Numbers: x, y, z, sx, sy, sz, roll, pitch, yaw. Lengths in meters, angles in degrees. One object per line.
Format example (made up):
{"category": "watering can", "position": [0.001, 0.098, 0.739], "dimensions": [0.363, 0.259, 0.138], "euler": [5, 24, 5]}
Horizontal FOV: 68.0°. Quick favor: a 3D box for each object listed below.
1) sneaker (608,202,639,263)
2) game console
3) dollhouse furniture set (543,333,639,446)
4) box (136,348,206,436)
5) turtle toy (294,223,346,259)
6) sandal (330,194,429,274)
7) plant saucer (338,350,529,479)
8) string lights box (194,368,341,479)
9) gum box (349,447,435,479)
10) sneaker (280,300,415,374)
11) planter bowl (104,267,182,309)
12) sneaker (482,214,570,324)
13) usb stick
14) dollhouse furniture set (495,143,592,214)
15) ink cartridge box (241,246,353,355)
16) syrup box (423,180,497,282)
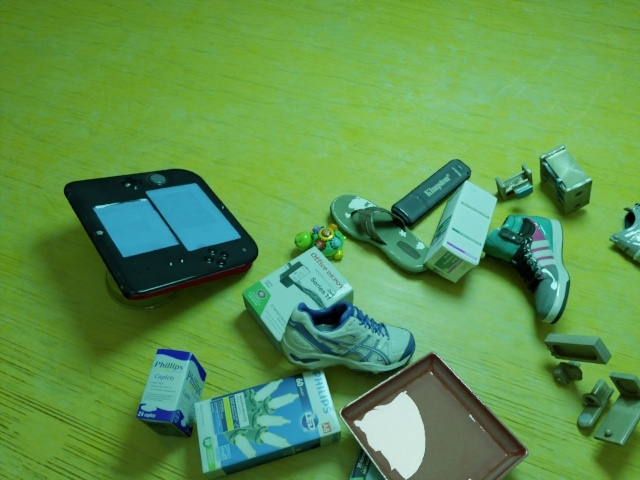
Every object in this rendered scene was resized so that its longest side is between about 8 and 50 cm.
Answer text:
{"category": "sneaker", "position": [0.829, -0.070, 1.188], "dimensions": [0.115, 0.105, 0.281], "euler": [35, 63, 22]}
{"category": "game console", "position": [-0.369, -0.039, 1.132], "dimensions": [0.342, 0.060, 0.386], "euler": [-12, 49, -44]}
{"category": "dollhouse furniture set", "position": [0.513, 0.283, 0.926], "dimensions": [0.123, 0.144, 0.151], "euler": [-41, 100, -23]}
{"category": "box", "position": [-0.289, 0.302, 0.938], "dimensions": [0.072, 0.126, 0.137], "euler": [4, 56, 5]}
{"category": "turtle toy", "position": [0.000, 0.000, 1.179], "dimensions": [0.130, 0.066, 0.095], "euler": [-9, 55, -5]}
{"category": "sandal", "position": [0.158, -0.035, 1.188], "dimensions": [0.303, 0.086, 0.120], "euler": [35, 62, 22]}
{"category": "plant saucer", "position": [0.206, 0.371, 0.897], "dimensions": [0.258, 0.047, 0.259], "euler": [-23, 51, -26]}
{"category": "string lights box", "position": [-0.102, 0.355, 0.928], "dimensions": [0.260, 0.076, 0.133], "euler": [-14, 55, -9]}
{"category": "gum box", "position": [0.131, 0.489, 0.852], "dimensions": [0.184, 0.041, 0.157], "euler": [18, 57, 14]}
{"category": "sneaker", "position": [0.072, 0.190, 0.966], "dimensions": [0.297, 0.131, 0.112], "euler": [3, 26, -21]}
{"category": "planter bowl", "position": [-0.424, 0.050, 1.140], "dimensions": [0.217, 0.090, 0.217], "euler": [-1, 55, 1]}
{"category": "sneaker", "position": [0.465, 0.045, 1.101], "dimensions": [0.178, 0.123, 0.295], "euler": [14, 49, 5]}
{"category": "usb stick", "position": [0.300, -0.132, 1.274], "dimensions": [0.278, 0.045, 0.077], "euler": [-37, 65, -25]}
{"category": "dollhouse furniture set", "position": [0.581, -0.129, 1.243], "dimensions": [0.184, 0.129, 0.129], "euler": [-27, 56, 12]}
{"category": "ink cartridge box", "position": [-0.048, 0.132, 1.076], "dimensions": [0.208, 0.087, 0.153], "euler": [-33, 61, -21]}
{"category": "syrup box", "position": [0.340, -0.024, 1.149], "dimensions": [0.096, 0.093, 0.237], "euler": [31, 54, 1]}
